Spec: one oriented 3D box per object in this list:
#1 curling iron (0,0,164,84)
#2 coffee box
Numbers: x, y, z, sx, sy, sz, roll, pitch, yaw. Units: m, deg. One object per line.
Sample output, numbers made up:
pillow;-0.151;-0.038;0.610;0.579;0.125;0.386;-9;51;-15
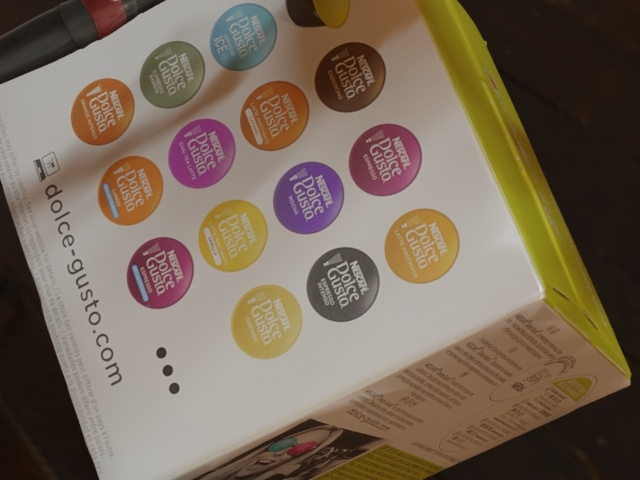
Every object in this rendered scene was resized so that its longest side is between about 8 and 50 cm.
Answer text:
curling iron;-0.138;-0.144;1.094;0.274;0.035;0.068;-33;68;6
coffee box;0.000;0.000;1.396;0.334;0.338;0.338;-26;69;12
